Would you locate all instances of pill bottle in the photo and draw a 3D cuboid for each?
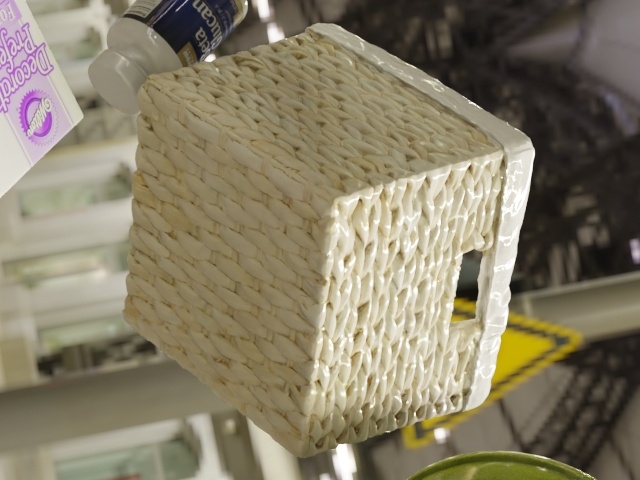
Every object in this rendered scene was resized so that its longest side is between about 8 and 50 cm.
[{"bbox_3d":[-0.160,-0.210,1.838,0.094,0.169,0.094,32,-26,18],"label":"pill bottle"}]

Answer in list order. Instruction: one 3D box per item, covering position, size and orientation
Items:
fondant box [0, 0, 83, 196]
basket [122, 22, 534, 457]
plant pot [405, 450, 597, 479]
[{"bbox_3d":[-0.351,-0.173,1.425,0.238,0.096,0.330,-52,127,-45],"label":"fondant box"},{"bbox_3d":[0.000,0.000,1.818,0.331,0.266,0.328,34,-51,38],"label":"basket"},{"bbox_3d":[0.148,0.441,1.736,0.353,0.366,0.366,-38,122,-64],"label":"plant pot"}]
